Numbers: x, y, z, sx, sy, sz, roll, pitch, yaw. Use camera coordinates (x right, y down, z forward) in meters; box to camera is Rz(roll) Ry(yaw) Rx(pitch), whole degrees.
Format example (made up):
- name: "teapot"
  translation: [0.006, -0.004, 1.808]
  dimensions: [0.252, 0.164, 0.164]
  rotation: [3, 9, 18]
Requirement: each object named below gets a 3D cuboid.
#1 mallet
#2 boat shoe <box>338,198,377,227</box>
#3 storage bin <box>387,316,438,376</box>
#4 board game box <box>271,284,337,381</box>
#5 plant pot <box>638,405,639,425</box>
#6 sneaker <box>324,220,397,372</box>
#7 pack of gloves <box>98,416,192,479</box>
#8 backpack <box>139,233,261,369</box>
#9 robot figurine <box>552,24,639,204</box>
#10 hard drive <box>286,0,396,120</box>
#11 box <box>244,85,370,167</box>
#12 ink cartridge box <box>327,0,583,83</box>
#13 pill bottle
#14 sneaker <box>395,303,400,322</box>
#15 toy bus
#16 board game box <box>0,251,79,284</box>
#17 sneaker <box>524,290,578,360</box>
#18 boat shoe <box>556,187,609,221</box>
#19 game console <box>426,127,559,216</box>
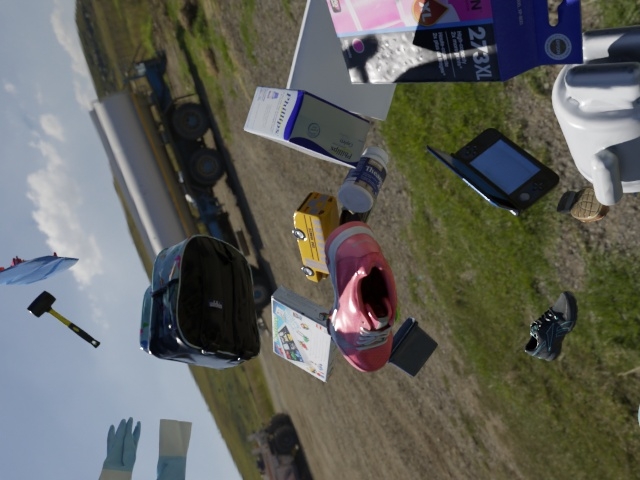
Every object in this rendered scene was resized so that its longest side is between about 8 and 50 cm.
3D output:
- name: "mallet"
  translation: [-0.612, 0.193, 1.320]
  dimensions: [0.190, 0.062, 0.039]
  rotation: [39, 159, -25]
- name: "boat shoe"
  translation: [0.108, -0.096, 1.630]
  dimensions: [0.095, 0.095, 0.257]
  rotation: [-3, -76, -63]
- name: "storage bin"
  translation: [0.227, 0.276, 1.379]
  dimensions: [0.091, 0.135, 0.098]
  rotation: [39, 176, -1]
- name: "board game box"
  translation: [-0.045, 0.270, 1.526]
  dimensions: [0.193, 0.053, 0.305]
  rotation: [27, 144, 17]
- name: "plant pot"
  translation: [0.708, 0.324, 0.843]
  dimensions: [0.235, 0.293, 0.292]
  rotation: [-100, -2, -59]
- name: "sneaker"
  translation: [0.076, 0.129, 0.933]
  dimensions: [0.136, 0.116, 0.313]
  rotation: [-126, 22, -57]
- name: "pack of gloves"
  translation: [-0.416, 0.533, 1.273]
  dimensions: [0.232, 0.195, 0.046]
  rotation: [-96, 22, -48]
- name: "backpack"
  translation: [-0.241, 0.124, 1.093]
  dimensions: [0.225, 0.191, 0.253]
  rotation: [25, -127, -48]
- name: "robot figurine"
  translation: [0.537, -0.215, 0.954]
  dimensions: [0.200, 0.299, 0.353]
  rotation: [16, 166, 42]
- name: "hard drive"
  translation: [0.080, -0.457, 1.152]
  dimensions: [0.047, 0.233, 0.352]
  rotation: [-118, 41, -67]
- name: "box"
  translation: [-0.021, -0.166, 0.786]
  dimensions: [0.137, 0.126, 0.072]
  rotation: [27, 100, 52]
- name: "ink cartridge box"
  translation: [0.171, -0.318, 0.772]
  dimensions: [0.371, 0.069, 0.175]
  rotation: [13, 135, 42]
- name: "pill bottle"
  translation: [0.083, -0.115, 0.990]
  dimensions: [0.067, 0.067, 0.120]
  rotation: [87, -155, -54]
- name: "sneaker"
  translation: [0.192, 0.197, 2.046]
  dimensions: [0.295, 0.124, 0.109]
  rotation: [58, 150, 6]
- name: "toy bus"
  translation: [0.000, 0.000, 1.772]
  dimensions: [0.130, 0.108, 0.332]
  rotation: [14, 140, 25]
- name: "board game box"
  translation: [-0.562, 0.046, 1.054]
  dimensions: [0.169, 0.133, 0.033]
  rotation: [32, -146, -81]
- name: "sneaker"
  translation: [0.771, 0.287, 1.807]
  dimensions: [0.101, 0.106, 0.267]
  rotation: [-88, 9, -68]
- name: "boat shoe"
  translation: [0.549, -0.068, 1.110]
  dimensions: [0.178, 0.060, 0.064]
  rotation: [-61, -7, -83]
- name: "game console"
  translation: [0.496, -0.221, 1.553]
  dimensions: [0.293, 0.250, 0.173]
  rotation: [50, 176, 32]
